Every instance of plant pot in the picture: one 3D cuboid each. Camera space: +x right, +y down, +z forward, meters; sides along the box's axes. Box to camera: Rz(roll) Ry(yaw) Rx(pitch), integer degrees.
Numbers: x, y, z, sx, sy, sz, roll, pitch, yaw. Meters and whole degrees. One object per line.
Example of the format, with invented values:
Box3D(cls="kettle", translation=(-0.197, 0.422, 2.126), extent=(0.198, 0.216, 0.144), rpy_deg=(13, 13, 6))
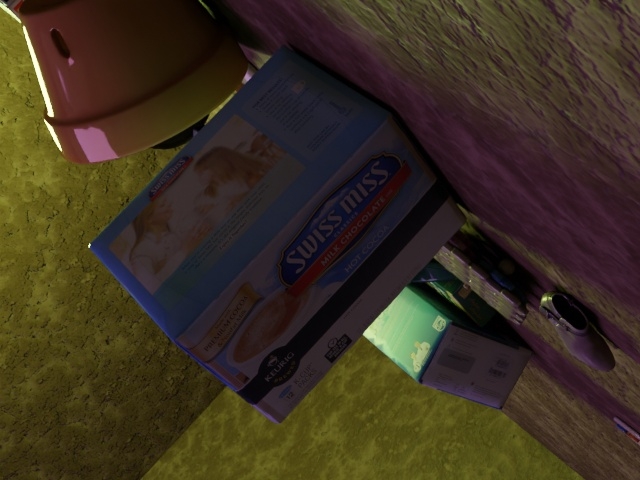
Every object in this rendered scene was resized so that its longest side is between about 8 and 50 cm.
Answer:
Box3D(cls="plant pot", translation=(-0.272, -0.266, 1.539), extent=(0.291, 0.291, 0.203), rpy_deg=(37, 157, 59))

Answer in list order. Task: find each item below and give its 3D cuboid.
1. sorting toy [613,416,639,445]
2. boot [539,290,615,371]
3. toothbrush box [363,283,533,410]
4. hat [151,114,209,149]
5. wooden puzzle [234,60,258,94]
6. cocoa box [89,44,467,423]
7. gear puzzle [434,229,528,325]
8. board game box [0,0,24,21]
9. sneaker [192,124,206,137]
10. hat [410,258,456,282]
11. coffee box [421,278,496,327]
Box3D(cls="sorting toy", translation=(0.513, 0.323, 1.843), extent=(0.083, 0.012, 0.062), rpy_deg=(40, 175, 42))
Box3D(cls="boot", translation=(0.306, 0.107, 1.344), extent=(0.118, 0.042, 0.087), rpy_deg=(41, 174, 13))
Box3D(cls="toothbrush box", translation=(0.195, 0.159, 2.025), extent=(0.216, 0.126, 0.295), rpy_deg=(22, -172, -35))
Box3D(cls="hat", translation=(-0.324, -0.334, 2.063), extent=(0.331, 0.134, 0.331), rpy_deg=(22, -133, -25))
Box3D(cls="wooden puzzle", translation=(-0.087, -0.210, 1.830), extent=(0.221, 0.044, 0.239), rpy_deg=(44, 176, -10))
Box3D(cls="cocoa box", translation=(-0.049, -0.010, 1.352), extent=(0.231, 0.347, 0.228), rpy_deg=(40, 174, 44))
Box3D(cls="gear puzzle", translation=(0.221, 0.043, 1.564), extent=(0.175, 0.044, 0.339), rpy_deg=(40, 179, 11))
Box3D(cls="board game box", translation=(-0.431, -0.435, 1.710), extent=(0.053, 0.193, 0.305), rpy_deg=(46, 175, -38))
Box3D(cls="sneaker", translation=(-0.116, -0.126, 2.045), extent=(0.283, 0.110, 0.122), rpy_deg=(23, 121, 42))
Box3D(cls="hat", translation=(0.122, -0.034, 1.818), extent=(0.209, 0.183, 0.173), rpy_deg=(0, 168, 14))
Box3D(cls="coffee box", translation=(0.207, 0.068, 1.928), extent=(0.113, 0.040, 0.184), rpy_deg=(46, 175, -41))
